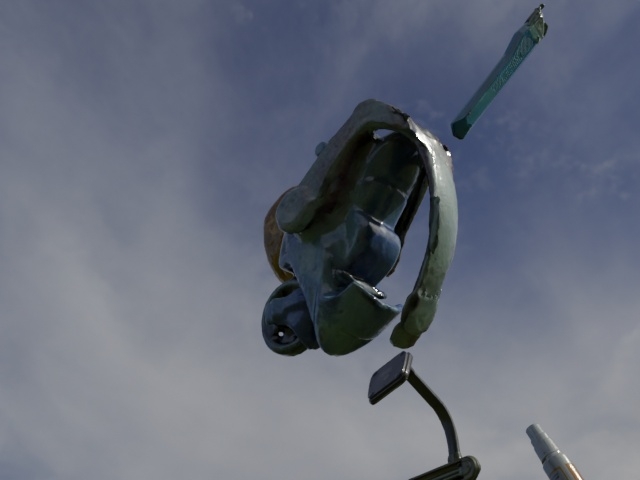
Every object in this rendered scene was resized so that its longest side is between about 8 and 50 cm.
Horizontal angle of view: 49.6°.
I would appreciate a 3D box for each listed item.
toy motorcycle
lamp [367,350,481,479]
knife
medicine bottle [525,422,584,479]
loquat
[{"bbox_3d":[0.037,-0.005,0.817,0.182,0.319,0.241,20,-8,-15],"label":"toy motorcycle"},{"bbox_3d":[0.190,0.404,1.479,0.203,0.283,0.124,-39,-7,23],"label":"lamp"},{"bbox_3d":[0.273,-0.257,1.045,0.026,0.296,0.044,7,-40,51],"label":"knife"},{"bbox_3d":[0.519,0.492,1.485,0.092,0.221,0.061,33,-71,-34],"label":"medicine bottle"},{"bbox_3d":[0.000,0.000,1.159,0.176,0.234,0.187,-23,-28,36],"label":"loquat"}]
